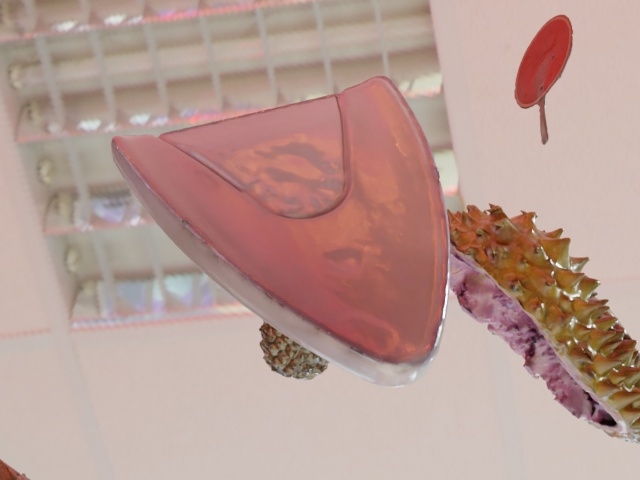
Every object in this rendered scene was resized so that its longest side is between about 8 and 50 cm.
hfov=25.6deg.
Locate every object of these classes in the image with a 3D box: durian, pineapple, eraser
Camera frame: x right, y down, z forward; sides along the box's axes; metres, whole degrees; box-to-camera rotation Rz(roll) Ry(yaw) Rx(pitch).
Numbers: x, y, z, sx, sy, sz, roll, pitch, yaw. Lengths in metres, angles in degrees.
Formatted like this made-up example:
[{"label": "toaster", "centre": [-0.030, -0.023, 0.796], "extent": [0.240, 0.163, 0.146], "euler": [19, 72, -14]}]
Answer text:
[{"label": "durian", "centre": [0.239, 0.069, 1.395], "extent": [0.112, 0.191, 0.341], "euler": [-44, -88, -14]}, {"label": "pineapple", "centre": [-0.020, 0.046, 1.259], "extent": [0.074, 0.074, 0.159], "euler": [5, -57, 6]}, {"label": "eraser", "centre": [0.000, 0.001, 0.894], "extent": [0.204, 0.243, 0.059], "euler": [-14, -38, -21]}]

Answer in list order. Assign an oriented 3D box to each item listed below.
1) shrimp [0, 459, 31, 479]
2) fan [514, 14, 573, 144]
[{"label": "shrimp", "centre": [-0.336, 0.178, 1.171], "extent": [0.446, 0.110, 0.221], "euler": [39, -16, 19]}, {"label": "fan", "centre": [0.183, -0.129, 1.158], "extent": [0.005, 0.133, 0.085], "euler": [21, -39, -19]}]
